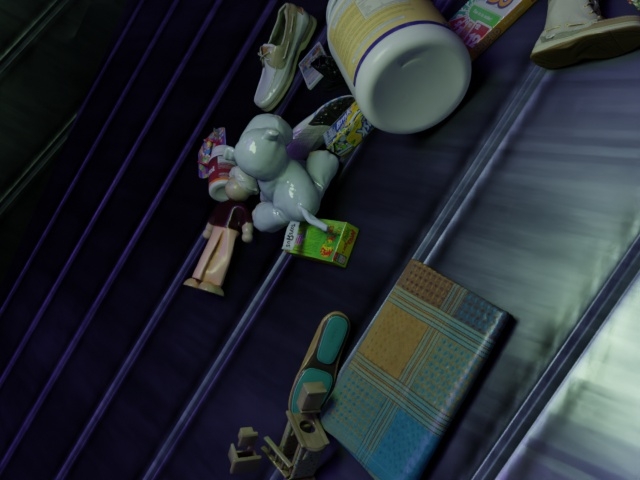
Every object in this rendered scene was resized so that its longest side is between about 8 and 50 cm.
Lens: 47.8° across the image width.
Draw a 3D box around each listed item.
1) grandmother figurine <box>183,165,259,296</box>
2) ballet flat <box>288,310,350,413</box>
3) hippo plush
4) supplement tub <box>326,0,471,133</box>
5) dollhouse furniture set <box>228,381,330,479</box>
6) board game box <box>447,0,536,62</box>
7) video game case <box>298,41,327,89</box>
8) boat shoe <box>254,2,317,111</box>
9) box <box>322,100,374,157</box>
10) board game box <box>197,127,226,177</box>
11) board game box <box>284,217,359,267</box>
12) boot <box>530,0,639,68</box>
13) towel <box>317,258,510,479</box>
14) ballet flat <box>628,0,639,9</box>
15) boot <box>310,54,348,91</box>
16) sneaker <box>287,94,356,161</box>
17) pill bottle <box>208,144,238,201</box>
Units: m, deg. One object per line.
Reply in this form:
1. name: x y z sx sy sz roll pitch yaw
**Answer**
1. grandmother figurine: -0.244 -0.031 1.881 0.207 0.104 0.342 10 79 37
2. ballet flat: -0.001 0.254 1.468 0.232 0.080 0.073 -65 10 -5
3. hippo plush: -0.118 -0.146 1.629 0.234 0.236 0.294 -27 31 31
4. supplement tub: 0.150 -0.408 1.519 0.241 0.241 0.331 -44 42 24
5. dollhouse furniture set: -0.073 0.370 1.347 0.101 0.161 0.182 57 138 48
6. board game box: 0.368 -0.488 1.482 0.259 0.039 0.124 -41 44 23
7. video game case: -0.015 -0.469 1.934 0.087 0.011 0.122 -44 42 25
8. boat shoe: -0.122 -0.511 2.008 0.113 0.103 0.302 17 83 52
9. box: 0.084 -0.272 1.665 0.169 0.059 0.054 -42 43 25
10. board game box: -0.340 -0.270 2.182 0.133 0.033 0.169 -35 45 32
11. board game box: 0.000 0.000 1.619 0.181 0.043 0.092 11 78 52
12. boot: 0.478 -0.401 1.266 0.213 0.077 0.165 -2 66 53
13. towel: 0.159 0.239 1.303 0.271 0.040 0.370 33 94 52
14. ballet flat: 0.543 -0.504 1.249 0.091 0.077 0.241 -31 47 36
15. boot: 0.015 -0.416 1.796 0.121 0.099 0.045 6 72 51
16. sneaker: -0.001 -0.280 1.756 0.237 0.085 0.086 -34 27 25
17. pill bottle: -0.270 -0.189 2.010 0.086 0.086 0.152 -36 45 32
